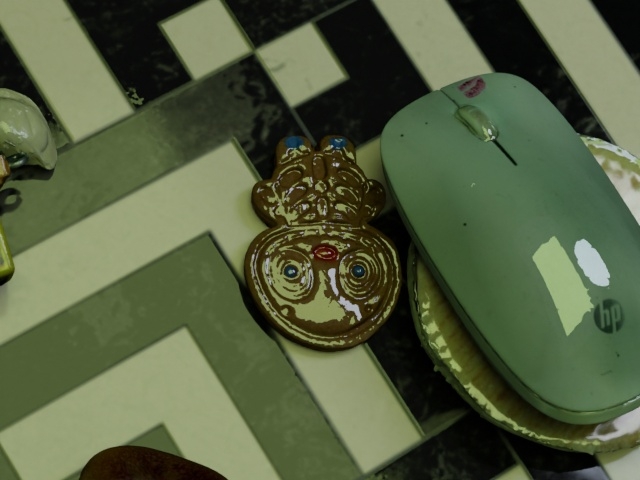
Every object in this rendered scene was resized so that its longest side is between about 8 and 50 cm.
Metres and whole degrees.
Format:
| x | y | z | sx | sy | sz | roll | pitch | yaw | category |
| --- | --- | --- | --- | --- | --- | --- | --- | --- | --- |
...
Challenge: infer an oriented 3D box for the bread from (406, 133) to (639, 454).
| x | y | z | sx | sy | sz | roll | pitch | yaw | category |
| --- | --- | --- | --- | --- | --- | --- | --- | --- | --- |
| 0.193 | 0.041 | 1.488 | 0.267 | 0.040 | 0.267 | 4 | 71 | -11 | bread |

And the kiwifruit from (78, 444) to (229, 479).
| x | y | z | sx | sy | sz | roll | pitch | yaw | category |
| --- | --- | --- | --- | --- | --- | --- | --- | --- | --- |
| -0.115 | 0.189 | 1.357 | 0.124 | 0.075 | 0.075 | 16 | 70 | -10 | kiwifruit |

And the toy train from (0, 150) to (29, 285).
| x | y | z | sx | sy | sz | roll | pitch | yaw | category |
| --- | --- | --- | --- | --- | --- | --- | --- | --- | --- |
| -0.308 | -0.007 | 1.373 | 0.219 | 0.089 | 0.127 | -18 | 87 | -18 | toy train |

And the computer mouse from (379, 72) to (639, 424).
| x | y | z | sx | sy | sz | roll | pitch | yaw | category |
| --- | --- | --- | --- | --- | --- | --- | --- | --- | --- |
| 0.163 | 0.000 | 1.423 | 0.159 | 0.097 | 0.288 | -24 | 79 | -16 | computer mouse |

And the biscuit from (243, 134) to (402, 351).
| x | y | z | sx | sy | sz | roll | pitch | yaw | category |
| --- | --- | --- | --- | --- | --- | --- | --- | --- | --- |
| 0.000 | 0.000 | 1.468 | 0.124 | 0.026 | 0.175 | -2 | 73 | -13 | biscuit |

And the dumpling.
| x | y | z | sx | sy | sz | roll | pitch | yaw | category |
| --- | --- | --- | --- | --- | --- | --- | --- | --- | --- |
| -0.233 | -0.089 | 1.440 | 0.077 | 0.043 | 0.059 | 16 | 48 | -3 | dumpling |
